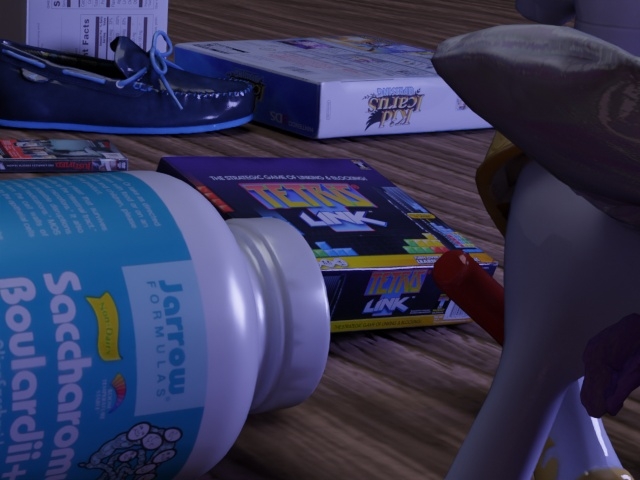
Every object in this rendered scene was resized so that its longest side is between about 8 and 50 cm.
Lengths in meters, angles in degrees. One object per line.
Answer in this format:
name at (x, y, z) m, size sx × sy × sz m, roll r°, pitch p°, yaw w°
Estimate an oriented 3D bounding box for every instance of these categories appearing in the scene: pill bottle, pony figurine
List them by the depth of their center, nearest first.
pony figurine at (0.129, 0.011, 0.556) m, size 0.302 × 0.364 × 0.351 m, roll -4°, pitch 15°, yaw -30°
pill bottle at (-0.129, 0.045, 0.825) m, size 0.264 × 0.146 × 0.146 m, roll -6°, pitch 16°, yaw -33°

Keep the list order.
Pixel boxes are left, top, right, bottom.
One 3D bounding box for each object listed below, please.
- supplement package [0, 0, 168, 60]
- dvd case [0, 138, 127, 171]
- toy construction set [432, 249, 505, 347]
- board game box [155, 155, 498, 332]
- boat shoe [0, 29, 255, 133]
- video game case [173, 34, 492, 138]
supplement package at (-0.262, -0.249, 1.918) m, size 0.145 × 0.204 × 0.262 m, roll -3°, pitch 15°, yaw -24°
dvd case at (-0.229, -0.072, 1.590) m, size 0.119 × 0.013 × 0.087 m, roll -2°, pitch 14°, yaw -18°
toy construction set at (0.248, 0.027, 0.973) m, size 0.308 × 0.257 × 0.237 m, roll -13°, pitch -37°, yaw 31°
board game box at (0.000, 0.000, 1.149) m, size 0.170 × 0.048 × 0.141 m, roll -2°, pitch 32°, yaw -43°
boat shoe at (-0.185, -0.147, 1.754) m, size 0.258 × 0.089 × 0.109 m, roll -1°, pitch 14°, yaw -16°
video game case at (0.023, -0.157, 1.906) m, size 0.244 × 0.061 × 0.269 m, roll -7°, pitch 17°, yaw -34°
